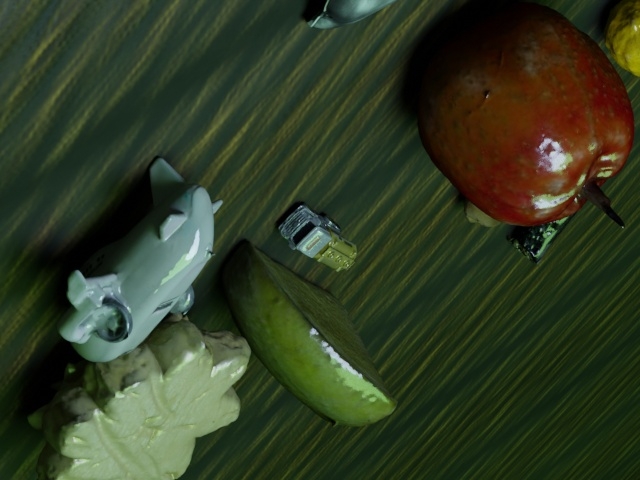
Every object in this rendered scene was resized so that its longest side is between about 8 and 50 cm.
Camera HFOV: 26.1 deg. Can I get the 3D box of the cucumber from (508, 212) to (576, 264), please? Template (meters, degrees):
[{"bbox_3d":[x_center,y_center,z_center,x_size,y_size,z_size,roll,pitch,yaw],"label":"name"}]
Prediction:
[{"bbox_3d":[0.379,-0.068,2.125,0.067,0.067,0.245,4,127,-52],"label":"cucumber"}]

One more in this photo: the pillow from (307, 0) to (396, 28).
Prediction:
[{"bbox_3d":[0.052,-0.266,1.461,0.135,0.055,0.091,-25,151,-21],"label":"pillow"}]

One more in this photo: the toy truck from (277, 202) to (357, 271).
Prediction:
[{"bbox_3d":[0.000,0.000,1.769,0.052,0.063,0.123,-44,151,9],"label":"toy truck"}]

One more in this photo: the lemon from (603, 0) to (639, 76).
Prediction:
[{"bbox_3d":[0.442,-0.273,1.847,0.114,0.114,0.155,-49,150,17],"label":"lemon"}]

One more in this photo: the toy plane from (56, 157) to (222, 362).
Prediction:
[{"bbox_3d":[-0.201,0.034,1.530,0.252,0.118,0.252,-45,168,-12],"label":"toy plane"}]

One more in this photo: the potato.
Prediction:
[{"bbox_3d":[-0.050,0.107,1.790,0.112,0.269,0.255,-42,124,6],"label":"potato"}]

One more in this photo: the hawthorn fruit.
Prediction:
[{"bbox_3d":[0.267,-0.129,1.653,0.254,0.300,0.254,-31,153,-18],"label":"hawthorn fruit"}]

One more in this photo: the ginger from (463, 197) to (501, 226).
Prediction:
[{"bbox_3d":[0.246,-0.086,1.932,0.095,0.069,0.190,-52,162,-37],"label":"ginger"}]

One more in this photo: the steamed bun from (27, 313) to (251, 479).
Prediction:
[{"bbox_3d":[-0.227,0.192,1.709,0.292,0.137,0.295,-9,134,-41],"label":"steamed bun"}]
